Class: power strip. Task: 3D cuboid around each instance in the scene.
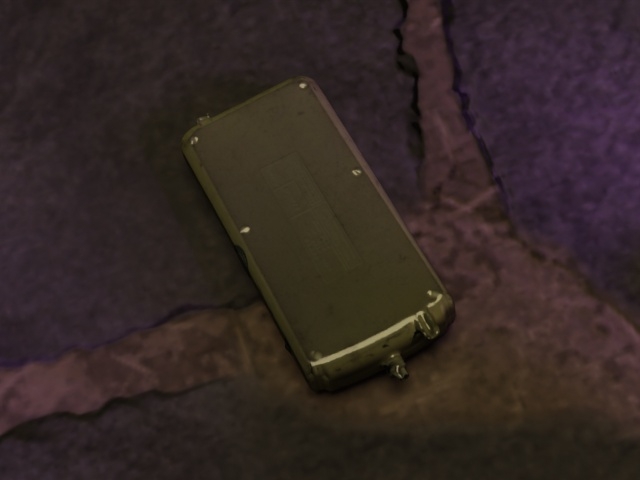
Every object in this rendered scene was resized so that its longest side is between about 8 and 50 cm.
[{"bbox_3d":[0.000,0.000,0.894,0.076,0.028,0.169,-26,60,-6],"label":"power strip"}]
